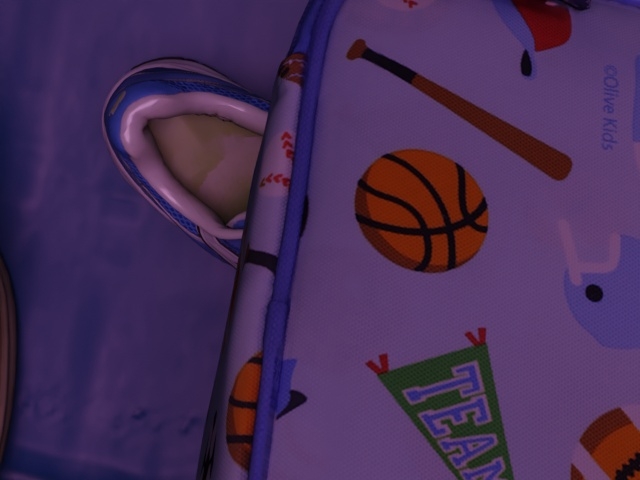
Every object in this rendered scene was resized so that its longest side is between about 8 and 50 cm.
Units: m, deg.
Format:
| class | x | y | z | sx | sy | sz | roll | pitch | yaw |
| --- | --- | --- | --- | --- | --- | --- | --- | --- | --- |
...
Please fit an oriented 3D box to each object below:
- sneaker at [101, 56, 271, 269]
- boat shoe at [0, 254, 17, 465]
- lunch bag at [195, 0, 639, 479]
| class | x | y | z | sx | sy | sz | roll | pitch | yaw |
| --- | --- | --- | --- | --- | --- | --- | --- | --- | --- |
| sneaker | 0.000 | 0.000 | 0.609 | 0.211 | 0.081 | 0.080 | 29 | 95 | -1 |
| boat shoe | -0.190 | -0.014 | 0.613 | 0.104 | 0.089 | 0.285 | -8 | 96 | 3 |
| lunch bag | 0.089 | 0.052 | 0.467 | 0.243 | 0.115 | 0.303 | 12 | 66 | -5 |
